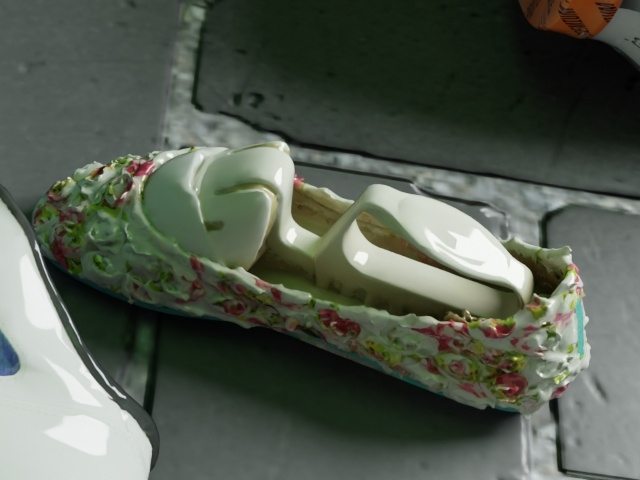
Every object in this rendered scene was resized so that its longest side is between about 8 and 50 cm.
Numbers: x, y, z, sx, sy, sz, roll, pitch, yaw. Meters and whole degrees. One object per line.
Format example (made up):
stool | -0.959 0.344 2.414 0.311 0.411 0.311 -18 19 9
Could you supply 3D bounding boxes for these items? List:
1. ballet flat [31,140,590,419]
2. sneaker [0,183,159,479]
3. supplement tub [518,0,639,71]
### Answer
ballet flat | 0.000 0.000 0.772 0.241 0.077 0.091 16 46 2
sneaker | -0.193 0.056 0.651 0.316 0.127 0.182 20 42 -5
supplement tub | 0.264 -0.161 0.909 0.316 0.193 0.193 4 47 -9
